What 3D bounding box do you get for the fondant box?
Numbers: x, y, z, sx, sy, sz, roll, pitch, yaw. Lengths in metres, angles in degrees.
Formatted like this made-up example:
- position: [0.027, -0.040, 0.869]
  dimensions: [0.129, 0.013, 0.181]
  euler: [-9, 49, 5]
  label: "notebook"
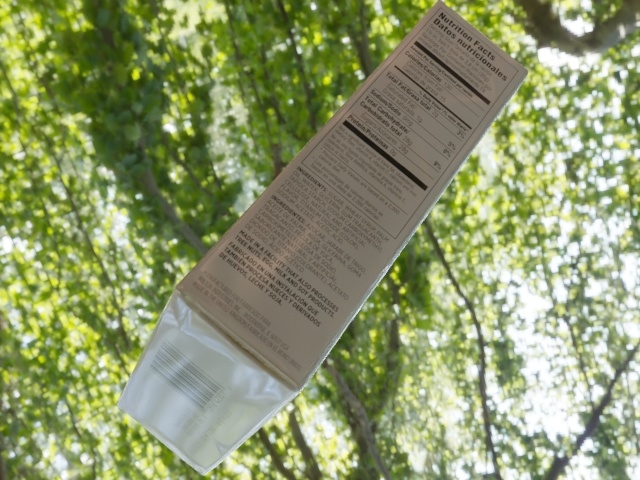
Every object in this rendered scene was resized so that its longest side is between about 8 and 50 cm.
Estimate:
- position: [0.000, 0.000, 0.636]
  dimensions: [0.330, 0.096, 0.238]
  euler: [-50, 179, -34]
  label: "fondant box"
